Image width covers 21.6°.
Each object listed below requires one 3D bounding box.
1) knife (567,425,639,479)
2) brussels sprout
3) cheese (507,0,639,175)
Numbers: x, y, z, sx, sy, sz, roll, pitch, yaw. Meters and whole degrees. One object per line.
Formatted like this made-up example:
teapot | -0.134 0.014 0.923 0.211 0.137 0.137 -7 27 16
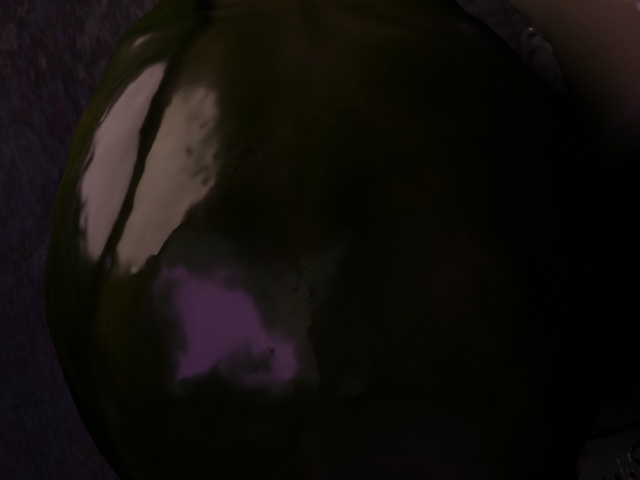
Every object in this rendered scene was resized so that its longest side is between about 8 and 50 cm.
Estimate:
knife | 0.206 0.101 0.842 0.293 0.019 0.043 -25 85 55
brussels sprout | -0.003 0.004 0.861 0.289 0.281 0.355 63 -171 -49
cheese | 0.168 -0.101 0.782 0.235 0.049 0.127 -9 96 55
